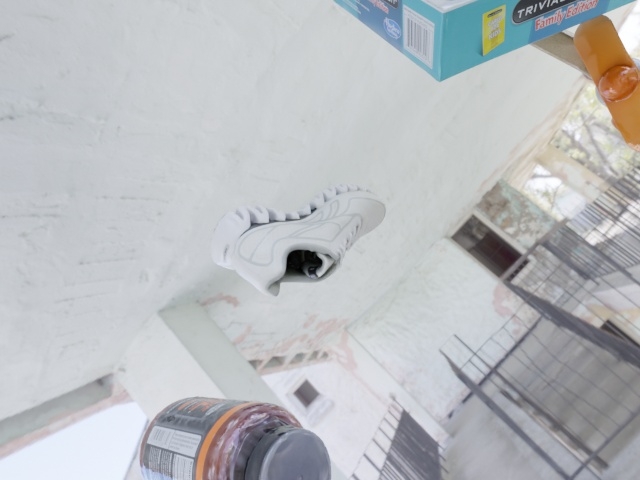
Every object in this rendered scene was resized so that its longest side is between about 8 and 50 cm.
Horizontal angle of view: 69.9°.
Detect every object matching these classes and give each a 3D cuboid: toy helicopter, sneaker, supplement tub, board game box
[{"bbox_3d":[0.377,-0.245,0.637,0.235,0.355,0.140,-43,-17,-48],"label":"toy helicopter"},{"bbox_3d":[0.000,0.000,0.634,0.292,0.118,0.110,-20,-46,-39],"label":"sneaker"},{"bbox_3d":[-0.080,0.199,0.415,0.197,0.106,0.106,-17,9,46],"label":"supplement tub"},{"bbox_3d":[0.213,-0.337,0.551,0.336,0.254,0.079,-25,-39,-10],"label":"board game box"}]
